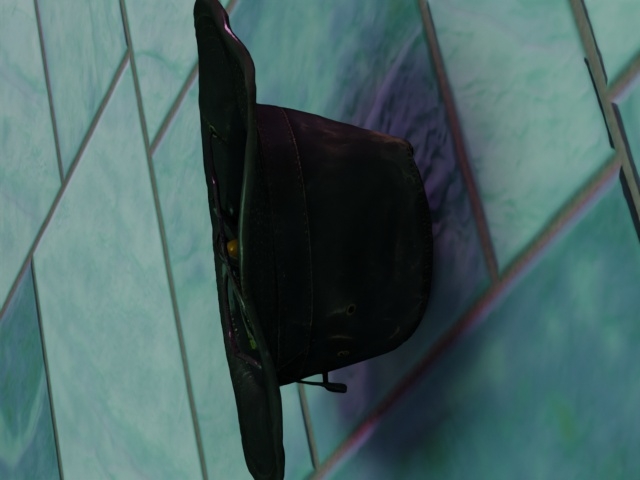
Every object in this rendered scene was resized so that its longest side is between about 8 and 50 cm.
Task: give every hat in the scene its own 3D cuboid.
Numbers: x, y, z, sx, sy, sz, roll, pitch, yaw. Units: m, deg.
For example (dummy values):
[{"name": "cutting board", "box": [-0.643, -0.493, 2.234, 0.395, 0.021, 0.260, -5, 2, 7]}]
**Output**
[{"name": "hat", "box": [0.000, 0.000, 1.161, 0.331, 0.134, 0.331, 174, 90, -84]}]
